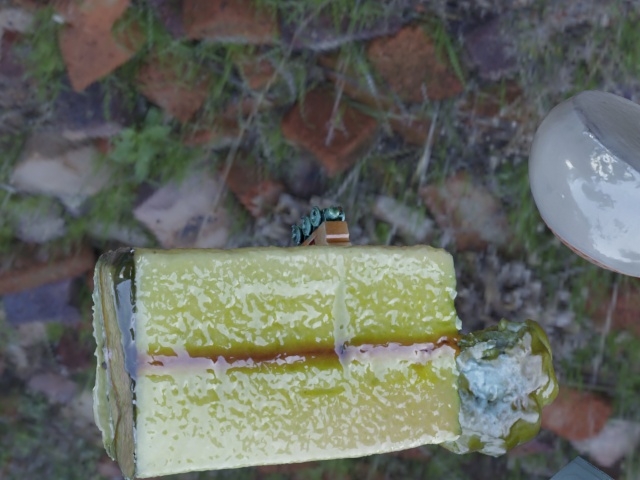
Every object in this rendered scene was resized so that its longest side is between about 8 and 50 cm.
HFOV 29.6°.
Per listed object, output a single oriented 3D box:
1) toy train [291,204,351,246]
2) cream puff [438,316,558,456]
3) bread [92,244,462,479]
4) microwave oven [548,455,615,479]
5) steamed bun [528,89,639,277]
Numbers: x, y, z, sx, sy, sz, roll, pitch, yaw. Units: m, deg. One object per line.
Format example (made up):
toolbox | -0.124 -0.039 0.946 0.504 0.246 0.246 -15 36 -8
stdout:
toy train | 0.000 0.000 1.440 0.044 0.064 0.103 -2 159 -26
cream puff | 0.199 0.192 1.616 0.221 0.195 0.195 1 147 -13
bread | -0.041 0.088 0.940 0.264 0.168 0.163 0 178 -18
microwave oven | 0.348 0.410 1.543 0.122 0.162 0.208 31 155 57
steamed bun | 0.321 -0.046 1.293 0.232 0.232 0.145 25 120 -12
